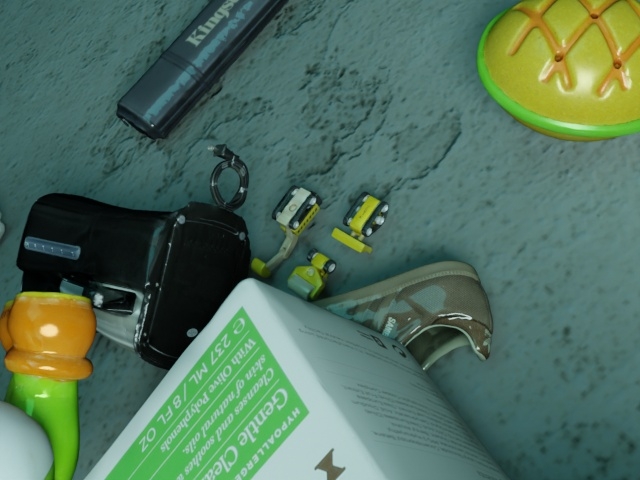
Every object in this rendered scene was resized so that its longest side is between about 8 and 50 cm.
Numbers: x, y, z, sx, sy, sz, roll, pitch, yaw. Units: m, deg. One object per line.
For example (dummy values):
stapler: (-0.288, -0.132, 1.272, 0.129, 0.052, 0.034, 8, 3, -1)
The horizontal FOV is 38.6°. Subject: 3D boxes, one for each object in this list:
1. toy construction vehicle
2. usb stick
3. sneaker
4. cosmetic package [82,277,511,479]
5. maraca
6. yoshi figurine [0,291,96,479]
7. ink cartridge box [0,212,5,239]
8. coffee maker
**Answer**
toy construction vehicle: (0.000, 0.000, 0.730, 0.086, 0.035, 0.098, 28, 78, 31)
usb stick: (-0.100, -0.216, 0.940, 0.278, 0.045, 0.077, -49, 45, -8)
sneaker: (0.027, 0.077, 0.629, 0.188, 0.066, 0.071, -26, 53, 17)
cosmetic package: (0.031, 0.212, 0.442, 0.197, 0.155, 0.365, -52, 43, 11)
maraca: (0.203, -0.122, 0.644, 0.186, 0.099, 0.127, 9, 63, 8)
yoshi figurine: (-0.241, 0.216, 0.590, 0.204, 0.203, 0.362, -2, 79, 9)
ink cartridge box: (-0.524, 0.062, 0.851, 0.160, 0.279, 0.384, 9, 63, 38)
coffee maker: (-0.151, 0.010, 0.759, 0.178, 0.120, 0.171, 11, 63, 39)
